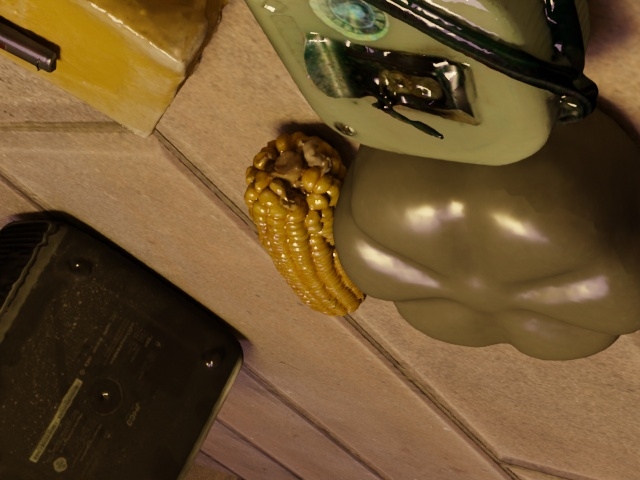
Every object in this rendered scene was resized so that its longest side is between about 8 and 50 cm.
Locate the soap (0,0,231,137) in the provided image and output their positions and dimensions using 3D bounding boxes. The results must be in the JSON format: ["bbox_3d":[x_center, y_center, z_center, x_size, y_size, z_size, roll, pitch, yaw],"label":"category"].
[{"bbox_3d":[-0.235,-0.214,0.789,0.315,0.091,0.199,31,160,-11],"label":"soap"}]

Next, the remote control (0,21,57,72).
[{"bbox_3d":[-0.250,-0.158,0.795,0.091,0.016,0.034,27,155,-5],"label":"remote control"}]

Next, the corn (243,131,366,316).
[{"bbox_3d":[-0.004,0.003,1.012,0.102,0.102,0.313,18,157,20],"label":"corn"}]

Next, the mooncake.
[{"bbox_3d":[0.139,-0.006,0.793,0.275,0.135,0.275,19,155,9],"label":"mooncake"}]

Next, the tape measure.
[{"bbox_3d":[0.054,-0.139,0.601,0.207,0.115,0.235,15,156,33],"label":"tape measure"}]

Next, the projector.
[{"bbox_3d":[-0.377,0.223,1.540,0.405,0.395,0.242,40,157,-31],"label":"projector"}]
